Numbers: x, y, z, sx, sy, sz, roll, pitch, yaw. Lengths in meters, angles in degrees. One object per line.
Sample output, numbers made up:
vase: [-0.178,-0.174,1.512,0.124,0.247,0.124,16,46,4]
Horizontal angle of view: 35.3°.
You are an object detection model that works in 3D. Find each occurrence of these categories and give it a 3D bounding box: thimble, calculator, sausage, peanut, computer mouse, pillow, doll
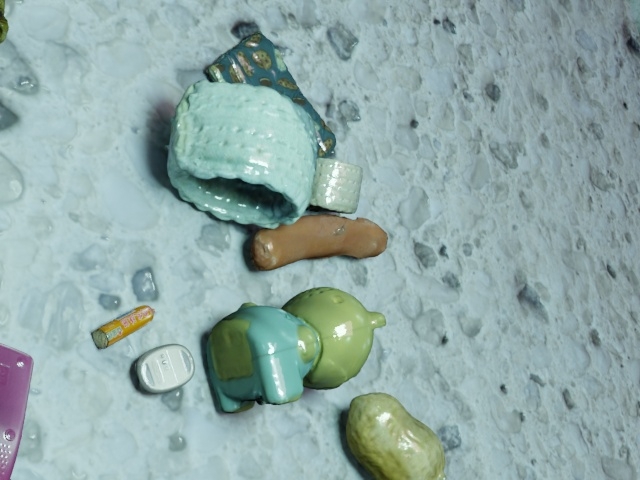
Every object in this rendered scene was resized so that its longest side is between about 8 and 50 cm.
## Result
thimble: [-0.122,-0.128,1.542,0.250,0.204,0.172,28,59,-36]
calculator: [-0.419,0.210,1.226,0.126,0.034,0.191,25,56,-35]
sausage: [-0.271,0.118,1.415,0.107,0.031,0.031,-30,96,-47]
peanut: [0.124,0.341,1.661,0.224,0.129,0.129,45,47,-21]
computer mouse: [-0.224,0.183,1.433,0.096,0.039,0.066,-16,85,-40]
pillow: [-0.081,-0.230,1.757,0.256,0.034,0.189,56,42,-11]
sausage: [-0.001,-0.002,1.709,0.326,0.079,0.087,-7,68,-48]
doll: [-0.035,0.160,1.538,0.260,0.177,0.162,-10,82,-43]
thimble: [0.018,-0.091,1.731,0.115,0.102,0.090,9,90,-49]

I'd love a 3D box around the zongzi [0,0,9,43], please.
zongzi: [-0.545,-0.379,1.266,0.300,0.145,0.274,14,60,-35]
